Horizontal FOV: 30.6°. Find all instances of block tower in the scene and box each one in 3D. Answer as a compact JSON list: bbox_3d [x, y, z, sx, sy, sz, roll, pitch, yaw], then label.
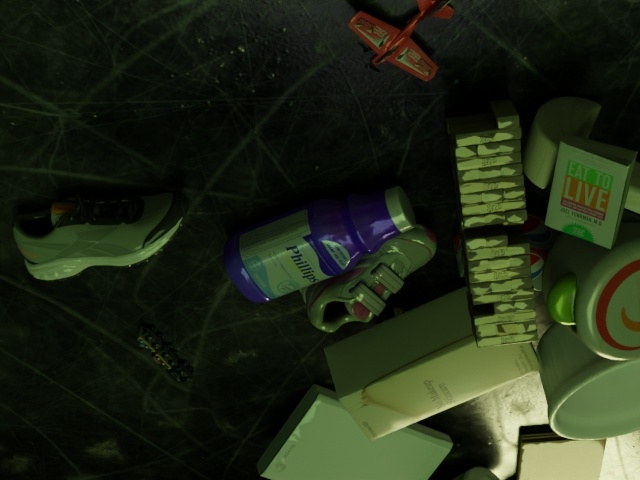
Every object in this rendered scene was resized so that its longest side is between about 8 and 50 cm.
[{"bbox_3d":[0.239,-0.022,1.633,0.097,0.091,0.336,-7,112,1],"label":"block tower"}]

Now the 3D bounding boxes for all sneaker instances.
[{"bbox_3d":[0.077,0.065,1.789,0.252,0.111,0.103,-35,128,29],"label":"sneaker"},{"bbox_3d":[-0.319,-0.020,1.685,0.271,0.100,0.108,-15,130,12],"label":"sneaker"}]

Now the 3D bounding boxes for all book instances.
[{"bbox_3d":[0.350,-0.064,1.527,0.096,0.035,0.144,21,137,22],"label":"book"}]

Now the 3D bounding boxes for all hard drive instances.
[{"bbox_3d":[0.066,0.393,2.149,0.307,0.040,0.203,24,112,-27],"label":"hard drive"}]

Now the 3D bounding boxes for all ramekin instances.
[{"bbox_3d":[0.487,0.202,1.906,0.277,0.135,0.277,-9,146,-6],"label":"ramekin"}]

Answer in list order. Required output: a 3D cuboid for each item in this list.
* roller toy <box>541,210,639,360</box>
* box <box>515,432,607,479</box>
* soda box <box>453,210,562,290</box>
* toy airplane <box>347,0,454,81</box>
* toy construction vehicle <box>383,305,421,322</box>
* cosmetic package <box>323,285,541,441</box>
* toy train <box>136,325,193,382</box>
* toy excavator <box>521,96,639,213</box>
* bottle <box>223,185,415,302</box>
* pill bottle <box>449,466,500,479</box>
[{"bbox_3d":[0.422,0.061,1.670,0.209,0.146,0.191,37,97,-29],"label":"roller toy"},{"bbox_3d":[0.465,0.436,2.272,0.164,0.021,0.201,-5,136,1],"label":"box"},{"bbox_3d":[0.342,0.019,1.778,0.263,0.083,0.092,10,133,-15],"label":"soda box"},{"bbox_3d":[0.109,-0.269,1.499,0.151,0.028,0.151,-3,137,-3],"label":"toy airplane"},{"bbox_3d":[0.148,0.148,1.936,0.085,0.035,0.098,7,136,-11],"label":"toy construction vehicle"},{"bbox_3d":[0.181,0.190,1.889,0.309,0.113,0.160,-26,138,8],"label":"cosmetic package"},{"bbox_3d":[-0.263,0.192,1.963,0.036,0.027,0.158,-11,138,23],"label":"toy train"},{"bbox_3d":[0.554,-0.072,1.571,0.445,0.433,0.222,-17,143,-27],"label":"toy excavator"},{"bbox_3d":[0.000,0.000,1.728,0.282,0.092,0.118,-21,133,17],"label":"bottle"},{"bbox_3d":[0.247,0.555,2.300,0.136,0.136,0.245,32,127,-31],"label":"pill bottle"}]
